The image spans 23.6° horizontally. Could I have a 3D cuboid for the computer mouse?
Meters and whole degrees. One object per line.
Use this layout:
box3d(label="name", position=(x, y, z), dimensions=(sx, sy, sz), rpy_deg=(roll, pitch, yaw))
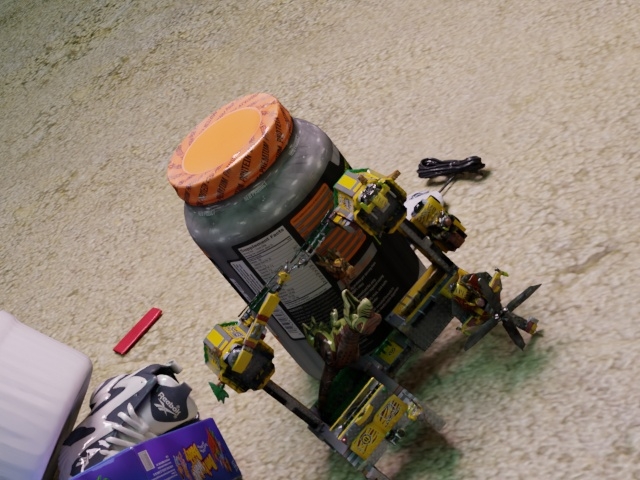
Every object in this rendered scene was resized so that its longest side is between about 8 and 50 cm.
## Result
box3d(label="computer mouse", position=(0.118, -0.041, 1.930), dimensions=(0.106, 0.042, 0.193), rpy_deg=(9, 53, 52))

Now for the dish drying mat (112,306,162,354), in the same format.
box3d(label="dish drying mat", position=(-0.255, 0.127, 2.141), dimensions=(0.083, 0.008, 0.032), rpy_deg=(-49, 30, -17))

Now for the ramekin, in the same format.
box3d(label="ramekin", position=(-0.384, 0.237, 1.880), dimensions=(0.277, 0.135, 0.277), rpy_deg=(-158, 90, -87))

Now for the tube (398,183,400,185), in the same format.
box3d(label="tube", position=(0.000, 0.000, 1.975), dimensions=(0.240, 0.062, 0.070), rpy_deg=(-33, 47, 13))

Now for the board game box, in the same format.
box3d(label="board game box", position=(-0.233, 0.285, 1.608), dimensions=(0.233, 0.078, 0.347), rpy_deg=(-28, -6, 7))

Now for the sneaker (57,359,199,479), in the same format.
box3d(label="sneaker", position=(-0.223, 0.231, 1.866), dimensions=(0.153, 0.094, 0.235), rpy_deg=(-32, 18, 27))

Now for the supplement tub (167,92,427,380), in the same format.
box3d(label="supplement tub", position=(-0.024, -0.004, 1.752), dimensions=(0.193, 0.316, 0.193), rpy_deg=(-28, 30, 17))

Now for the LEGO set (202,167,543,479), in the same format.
box3d(label="LEGO set", position=(0.056, 0.097, 1.591), dimensions=(0.331, 0.255, 0.192), rpy_deg=(-43, 24, -7))
